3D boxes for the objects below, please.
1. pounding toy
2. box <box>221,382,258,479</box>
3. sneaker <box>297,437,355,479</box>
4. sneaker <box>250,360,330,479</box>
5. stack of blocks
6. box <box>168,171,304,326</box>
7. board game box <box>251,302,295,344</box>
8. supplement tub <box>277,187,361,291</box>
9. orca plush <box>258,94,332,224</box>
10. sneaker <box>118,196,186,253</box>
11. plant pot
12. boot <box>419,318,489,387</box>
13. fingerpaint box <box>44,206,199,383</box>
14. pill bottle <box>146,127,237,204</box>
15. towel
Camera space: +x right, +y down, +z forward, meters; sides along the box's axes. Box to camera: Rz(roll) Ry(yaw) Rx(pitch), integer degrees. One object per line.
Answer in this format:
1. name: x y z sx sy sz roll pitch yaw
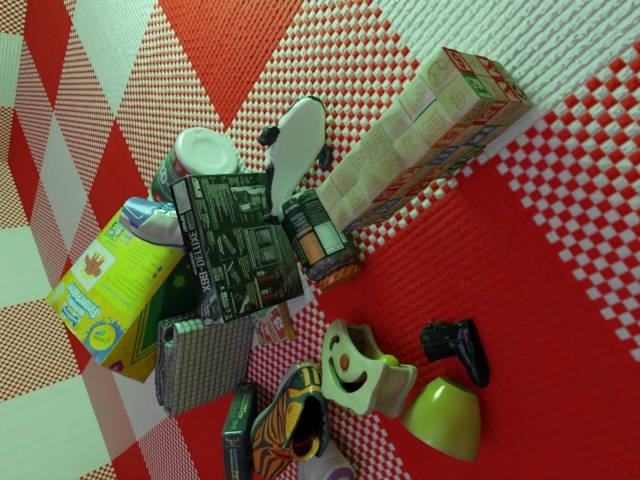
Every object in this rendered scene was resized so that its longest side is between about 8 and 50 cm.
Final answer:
1. pounding toy: 0.099 0.246 0.864 0.269 0.154 0.154 -8 69 62
2. box: -0.201 0.510 1.140 0.233 0.059 0.184 -98 5 -79
3. sneaker: -0.001 0.588 1.050 0.152 0.114 0.305 49 131 50
4. sneaker: -0.075 0.445 0.977 0.180 0.124 0.321 -117 45 -68
5. stack of blocks: 0.147 -0.137 0.673 0.297 0.171 0.087 -44 69 42
6. box: -0.175 0.006 0.969 0.076 0.242 0.308 -15 89 41
7. board game box: -0.147 0.132 1.122 0.124 0.039 0.260 -21 81 45
8. supplement tub: 0.000 0.000 0.887 0.117 0.117 0.191 -39 72 42
9. orca plush: -0.053 -0.175 0.947 0.151 0.102 0.287 3 120 -1
10. sneaker: -0.304 -0.055 1.073 0.315 0.127 0.182 27 112 -7
11. plant pot: 0.216 0.291 0.746 0.134 0.134 0.095 21 88 40
12. boot: 0.228 0.195 0.757 0.099 0.045 0.121 -23 75 42
13. fingerpaint box: -0.556 0.138 1.298 0.444 0.163 0.371 20 69 40
14. pill bottle: -0.354 -0.152 1.168 0.283 0.161 0.161 -38 72 42
15. towel: -0.322 0.309 1.193 0.121 0.235 0.284 31 120 42
